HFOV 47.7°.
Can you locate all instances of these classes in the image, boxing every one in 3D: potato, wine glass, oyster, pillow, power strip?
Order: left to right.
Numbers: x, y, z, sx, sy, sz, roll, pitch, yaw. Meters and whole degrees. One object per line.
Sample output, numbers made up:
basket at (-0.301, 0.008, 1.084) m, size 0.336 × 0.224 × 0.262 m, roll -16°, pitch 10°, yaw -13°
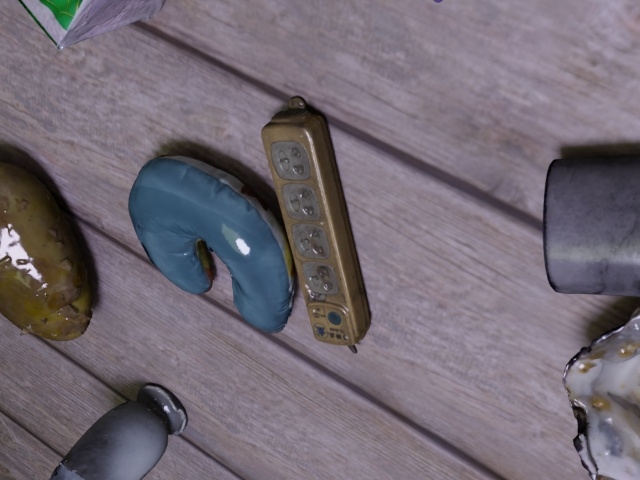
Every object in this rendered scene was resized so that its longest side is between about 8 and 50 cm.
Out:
potato at (-0.424, 0.018, 1.019) m, size 0.192 × 0.141 × 0.296 m, roll -11°, pitch 115°, yaw 42°
wine glass at (-0.295, 0.308, 1.079) m, size 0.111 × 0.204 × 0.111 m, roll 15°, pitch 123°, yaw 26°
pillow at (-0.130, 0.005, 0.842) m, size 0.233 × 0.086 × 0.214 m, roll 21°, pitch 134°, yaw 25°
power strip at (0.000, 0.000, 0.773) m, size 0.064 × 0.044 × 0.305 m, roll 4°, pitch 121°, yaw 32°
oyster at (0.322, 0.135, 0.615) m, size 0.214 × 0.083 × 0.222 m, roll 30°, pitch 115°, yaw 4°

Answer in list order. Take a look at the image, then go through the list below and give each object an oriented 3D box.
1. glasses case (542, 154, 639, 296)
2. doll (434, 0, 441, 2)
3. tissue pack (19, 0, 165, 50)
glasses case at (0.315, -0.009, 0.517) m, size 0.299 × 0.060 × 0.114 m, roll 2°, pitch 92°, yaw 35°
doll at (0.065, -0.244, 0.553) m, size 0.206 × 0.067 × 0.109 m, roll 22°, pitch 121°, yaw 35°
tissue pack at (-0.225, -0.312, 0.650) m, size 0.156 × 0.148 × 0.209 m, roll -33°, pitch 97°, yaw 44°
